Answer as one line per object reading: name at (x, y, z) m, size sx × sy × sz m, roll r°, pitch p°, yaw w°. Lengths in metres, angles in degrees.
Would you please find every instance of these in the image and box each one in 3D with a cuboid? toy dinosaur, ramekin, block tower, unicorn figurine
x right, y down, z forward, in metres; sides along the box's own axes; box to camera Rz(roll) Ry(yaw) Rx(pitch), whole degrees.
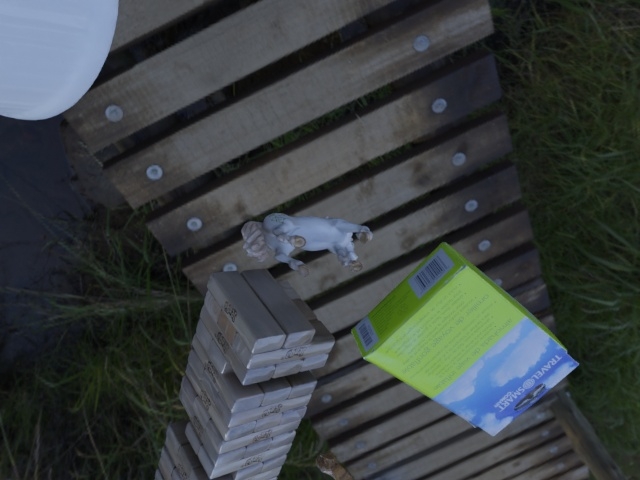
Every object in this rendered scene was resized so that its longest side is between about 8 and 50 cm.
toy dinosaur at (0.080, 0.341, 0.731) m, size 0.211 × 0.064 × 0.112 m, roll 22°, pitch 103°, yaw 11°
ramekin at (-0.338, -0.252, 0.544) m, size 0.277 × 0.135 × 0.277 m, roll 7°, pitch 105°, yaw 25°
block tower at (-0.090, 0.191, 0.581) m, size 0.091 × 0.097 × 0.335 m, roll -3°, pitch 127°, yaw -38°
unicorn figurine at (0.000, 0.000, 0.560) m, size 0.162 × 0.111 × 0.060 m, roll 19°, pitch 98°, yaw -27°

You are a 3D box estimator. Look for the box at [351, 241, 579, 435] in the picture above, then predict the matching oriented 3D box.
box at (0.126, 0.089, 0.491) m, size 0.178 × 0.042 × 0.109 m, roll 36°, pitch 106°, yaw -31°
